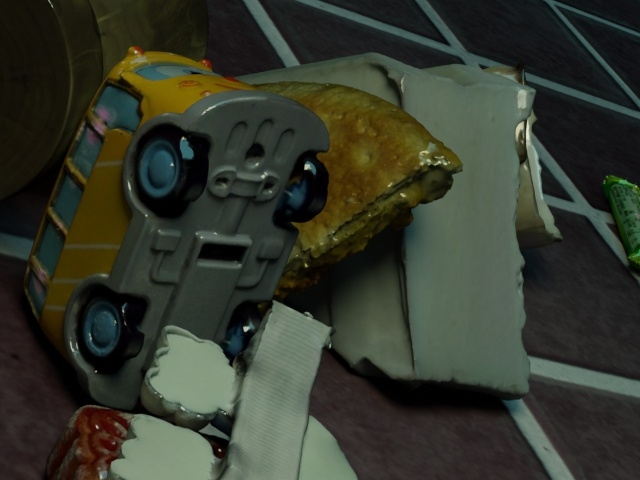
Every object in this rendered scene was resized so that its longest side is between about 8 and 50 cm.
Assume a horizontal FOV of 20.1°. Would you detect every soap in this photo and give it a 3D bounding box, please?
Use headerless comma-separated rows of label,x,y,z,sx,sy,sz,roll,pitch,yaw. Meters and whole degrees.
soap,0.000,0.000,1.376,0.302,0.257,0.159,-5,-3,38

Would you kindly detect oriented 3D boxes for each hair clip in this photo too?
hair clip,-0.035,0.105,0.989,0.140,0.054,0.220,31,24,-9

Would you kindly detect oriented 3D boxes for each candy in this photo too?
candy,0.334,-0.001,1.790,0.102,0.032,0.178,21,27,-13

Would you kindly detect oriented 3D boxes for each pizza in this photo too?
pizza,-0.034,-0.019,1.247,0.292,0.197,0.058,-2,-26,33

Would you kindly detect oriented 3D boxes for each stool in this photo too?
stool,-0.198,-0.132,1.214,0.179,0.179,0.264,34,19,6

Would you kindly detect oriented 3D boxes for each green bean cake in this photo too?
green bean cake,-0.076,0.154,0.973,0.136,0.056,0.135,20,25,-24

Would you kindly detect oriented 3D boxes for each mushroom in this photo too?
mushroom,0.106,-0.057,1.528,0.236,0.173,0.162,-12,88,-83

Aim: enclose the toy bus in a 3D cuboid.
toy bus,-0.095,-0.013,1.101,0.126,0.209,0.136,5,25,-46
